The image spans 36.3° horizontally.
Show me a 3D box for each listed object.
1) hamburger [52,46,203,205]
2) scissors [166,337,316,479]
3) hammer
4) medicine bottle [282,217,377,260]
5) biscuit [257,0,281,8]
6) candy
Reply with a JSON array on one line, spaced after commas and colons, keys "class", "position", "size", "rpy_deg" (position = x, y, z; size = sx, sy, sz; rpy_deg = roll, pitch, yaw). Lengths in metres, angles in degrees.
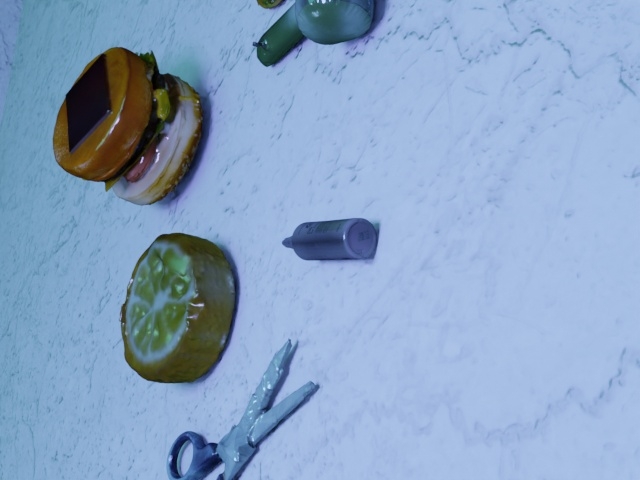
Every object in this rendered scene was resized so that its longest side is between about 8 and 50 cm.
[{"class": "hamburger", "position": [-0.357, -0.213, 1.862], "size": [0.291, 0.225, 0.291], "rpy_deg": [-24, 56, 42]}, {"class": "scissors", "position": [-0.121, 0.308, 1.452], "size": [0.383, 0.029, 0.256], "rpy_deg": [-53, 38, 28]}, {"class": "hammer", "position": [-0.029, -0.368, 1.552], "size": [0.335, 0.118, 0.207], "rpy_deg": [-29, 51, 56]}, {"class": "medicine bottle", "position": [0.000, 0.000, 1.379], "size": [0.199, 0.057, 0.058], "rpy_deg": [-3, 74, 57]}, {"class": "biscuit", "position": [-0.066, -0.530, 1.743], "size": [0.118, 0.029, 0.247], "rpy_deg": [0, 76, 50]}, {"class": "candy", "position": [-0.244, 0.115, 1.644], "size": [0.260, 0.118, 0.260], "rpy_deg": [-24, 59, 49]}]
